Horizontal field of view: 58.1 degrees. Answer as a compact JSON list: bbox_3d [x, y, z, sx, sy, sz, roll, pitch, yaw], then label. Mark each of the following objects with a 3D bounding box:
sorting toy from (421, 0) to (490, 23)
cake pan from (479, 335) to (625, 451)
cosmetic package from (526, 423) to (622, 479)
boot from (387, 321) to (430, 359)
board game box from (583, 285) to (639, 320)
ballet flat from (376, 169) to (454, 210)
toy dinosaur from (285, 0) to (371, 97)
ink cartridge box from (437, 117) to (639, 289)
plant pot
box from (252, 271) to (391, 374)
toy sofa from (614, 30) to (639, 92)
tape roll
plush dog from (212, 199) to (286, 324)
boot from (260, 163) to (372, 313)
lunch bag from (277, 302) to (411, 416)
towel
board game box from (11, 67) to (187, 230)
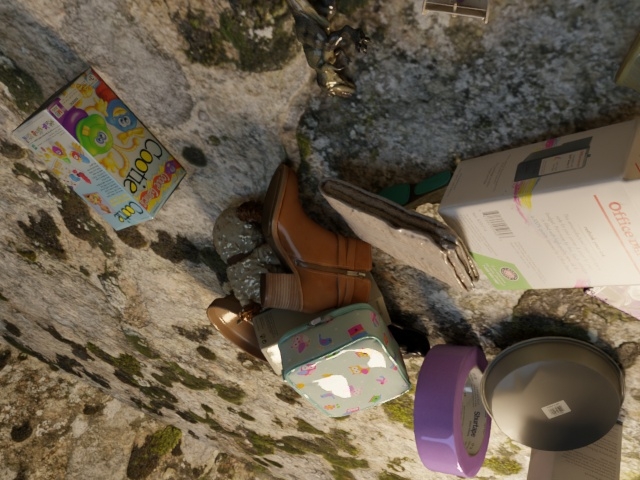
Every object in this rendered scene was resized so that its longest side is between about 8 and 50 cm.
[{"bbox_3d":[0.174,-0.317,0.712,0.083,0.045,0.075,15,135,15],"label":"sorting toy"},{"bbox_3d":[0.488,0.334,1.212,0.292,0.054,0.293,5,119,10],"label":"cake pan"},{"bbox_3d":[0.558,0.590,1.306,0.155,0.366,0.197,19,143,9],"label":"cosmetic package"},{"bbox_3d":[0.069,0.237,1.329,0.338,0.118,0.222,8,152,-31],"label":"boot"},{"bbox_3d":[0.600,0.030,0.876,0.208,0.056,0.347,23,143,-3],"label":"board game box"},{"bbox_3d":[0.169,-0.073,0.997,0.168,0.057,0.052,-14,138,41],"label":"ballet flat"},{"bbox_3d":[0.005,-0.308,0.807,0.118,0.064,0.268,2,134,38],"label":"toy dinosaur"},{"bbox_3d":[0.374,-0.040,0.821,0.353,0.119,0.207,-7,133,49],"label":"ink cartridge box"},{"bbox_3d":[-0.162,0.202,1.459,0.237,0.110,0.237,25,151,15],"label":"plant pot"},{"bbox_3d":[0.004,0.173,1.233,0.275,0.094,0.113,-25,133,0],"label":"box"},{"bbox_3d":[0.427,-0.102,0.551,0.177,0.363,0.150,9,142,3],"label":"toy sofa"},{"bbox_3d":[0.298,0.370,1.269,0.090,0.275,0.275,-2,135,33],"label":"tape roll"},{"bbox_3d":[-0.149,0.034,1.227,0.262,0.210,0.226,-30,90,46],"label":"plush dog"},{"bbox_3d":[0.000,0.000,1.117,0.220,0.284,0.109,2,177,-18],"label":"boot"},{"bbox_3d":[0.046,0.249,1.170,0.223,0.108,0.279,-23,136,12],"label":"lunch bag"},{"bbox_3d":[0.134,-0.009,0.991,0.282,0.049,0.187,28,167,38],"label":"towel"},{"bbox_3d":[-0.432,-0.174,1.153,0.144,0.142,0.275,-12,129,39],"label":"board game box"}]
